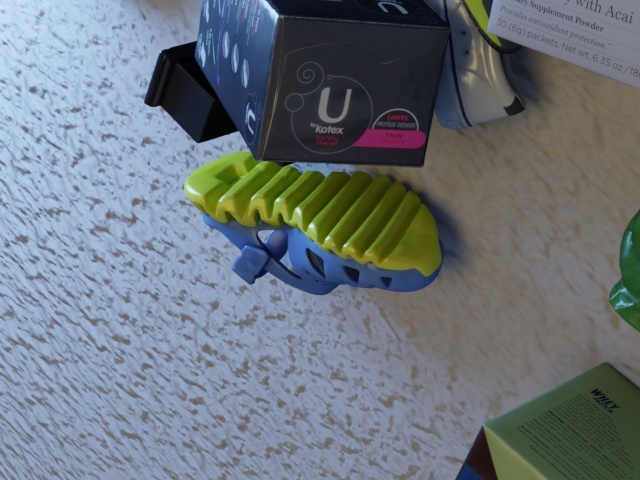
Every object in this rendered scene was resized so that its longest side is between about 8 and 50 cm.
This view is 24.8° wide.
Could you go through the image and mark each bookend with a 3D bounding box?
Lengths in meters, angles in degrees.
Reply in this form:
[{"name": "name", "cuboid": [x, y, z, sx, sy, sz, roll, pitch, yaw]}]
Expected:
[{"name": "bookend", "cuboid": [-0.072, -0.142, 1.525, 0.156, 0.157, 0.072, 46, 134, 24]}]

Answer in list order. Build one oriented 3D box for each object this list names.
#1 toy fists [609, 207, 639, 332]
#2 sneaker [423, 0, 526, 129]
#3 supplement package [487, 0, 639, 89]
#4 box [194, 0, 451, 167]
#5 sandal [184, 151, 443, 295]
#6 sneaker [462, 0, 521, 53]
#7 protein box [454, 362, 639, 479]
[{"name": "toy fists", "cuboid": [0.369, 0.064, 1.224, 0.279, 0.096, 0.142, 42, 126, 28]}, {"name": "sneaker", "cuboid": [0.145, -0.236, 1.362, 0.091, 0.094, 0.258, -6, 97, 15]}, {"name": "supplement package", "cuboid": [0.274, -0.287, 1.148, 0.177, 0.175, 0.293, 27, 120, 36]}, {"name": "box", "cuboid": [-0.007, -0.186, 1.376, 0.270, 0.165, 0.143, -121, 36, -58]}, {"name": "sandal", "cuboid": [0.000, 0.000, 1.545, 0.317, 0.126, 0.138, 18, 133, 40]}, {"name": "sneaker", "cuboid": [0.166, -0.312, 1.255, 0.121, 0.111, 0.300, -3, 90, 12]}, {"name": "protein box", "cuboid": [0.252, 0.245, 1.312, 0.200, 0.201, 0.136, 40, 126, 28]}]
